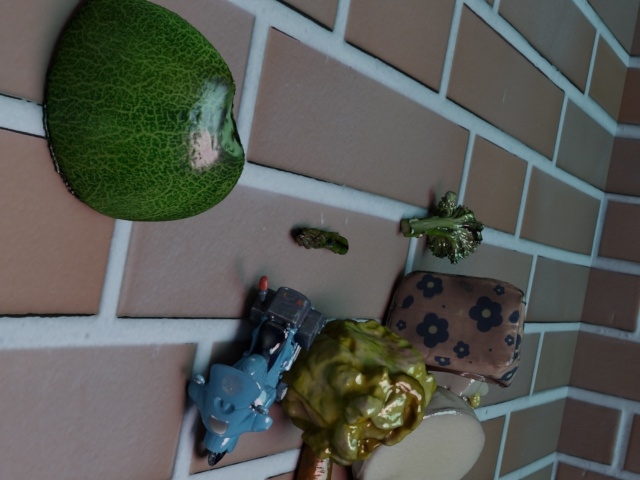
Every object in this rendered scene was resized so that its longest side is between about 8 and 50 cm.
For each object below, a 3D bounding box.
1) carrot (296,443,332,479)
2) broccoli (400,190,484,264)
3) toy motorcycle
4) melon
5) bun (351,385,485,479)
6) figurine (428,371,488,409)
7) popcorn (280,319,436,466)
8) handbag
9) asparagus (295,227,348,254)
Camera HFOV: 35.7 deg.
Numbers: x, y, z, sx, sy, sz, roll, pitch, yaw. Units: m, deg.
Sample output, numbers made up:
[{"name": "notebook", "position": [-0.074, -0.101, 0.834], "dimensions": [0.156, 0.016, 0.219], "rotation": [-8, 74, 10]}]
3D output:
[{"name": "carrot", "position": [-0.004, 0.362, 1.656], "dimensions": [0.060, 0.060, 0.186], "rotation": [32, 67, -61]}, {"name": "broccoli", "position": [0.225, -0.023, 1.923], "dimensions": [0.204, 0.118, 0.122], "rotation": [5, 126, -47]}, {"name": "toy motorcycle", "position": [-0.090, 0.176, 1.375], "dimensions": [0.272, 0.123, 0.182], "rotation": [-60, 169, -28]}, {"name": "melon", "position": [-0.180, -0.113, 1.032], "dimensions": [0.129, 0.169, 0.265], "rotation": [-43, 134, -47]}, {"name": "bun", "position": [0.158, 0.356, 1.856], "dimensions": [0.263, 0.175, 0.263], "rotation": [-15, 132, -17]}, {"name": "figurine", "position": [0.313, 0.299, 2.160], "dimensions": [0.235, 0.127, 0.155], "rotation": [26, 58, -64]}, {"name": "popcorn", "position": [0.052, 0.237, 1.531], "dimensions": [0.259, 0.259, 0.212], "rotation": [-27, 148, -57]}, {"name": "handbag", "position": [0.264, 0.176, 1.899], "dimensions": [0.193, 0.251, 0.190], "rotation": [68, 33, -60]}, {"name": "asparagus", "position": [0.000, 0.000, 1.561], "dimensions": [0.165, 0.030, 0.036], "rotation": [8, 103, -63]}]
